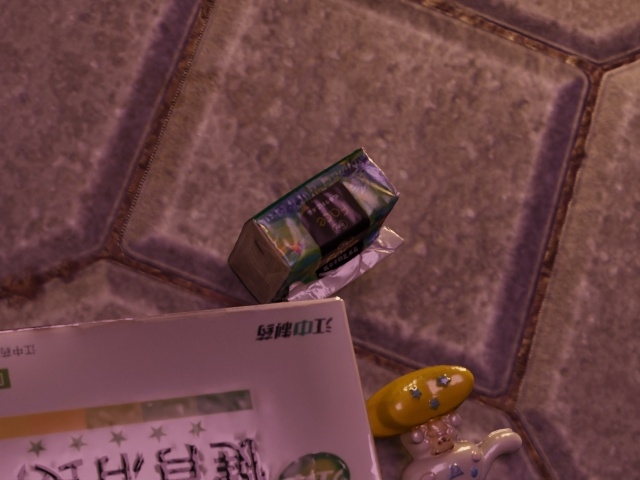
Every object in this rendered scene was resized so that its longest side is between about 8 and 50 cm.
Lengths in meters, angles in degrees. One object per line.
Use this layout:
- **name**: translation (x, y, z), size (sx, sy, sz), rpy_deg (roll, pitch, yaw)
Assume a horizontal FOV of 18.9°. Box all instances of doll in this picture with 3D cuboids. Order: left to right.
- **doll**: translation (0.076, 0.155, 1.425), size (0.135, 0.071, 0.113), rpy_deg (-46, 101, -22)

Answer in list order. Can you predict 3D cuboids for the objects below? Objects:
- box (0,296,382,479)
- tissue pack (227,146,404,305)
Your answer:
- **box**: translation (-0.125, 0.155, 1.316), size (0.332, 0.145, 0.173), rpy_deg (-4, 69, -18)
- **tissue pack**: translation (0.001, 0.000, 1.458), size (0.111, 0.085, 0.079), rpy_deg (-33, 78, -27)
